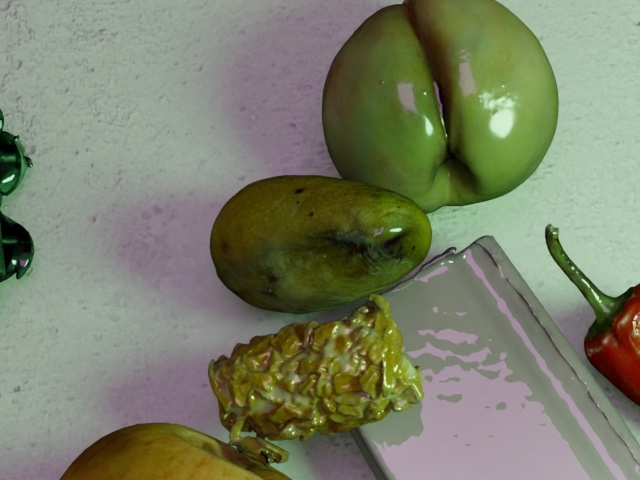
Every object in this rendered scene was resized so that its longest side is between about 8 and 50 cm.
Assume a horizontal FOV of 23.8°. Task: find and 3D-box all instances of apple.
[{"bbox_3d":[-0.162,0.344,1.632,0.299,0.299,0.275,21,83,11],"label":"apple"}]

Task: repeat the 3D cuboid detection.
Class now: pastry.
[{"bbox_3d":[-0.014,0.164,1.679,0.250,0.102,0.154,-22,71,19],"label":"pastry"}]

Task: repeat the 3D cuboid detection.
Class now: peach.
[{"bbox_3d":[0.141,-0.170,1.845,0.292,0.247,0.292,-16,45,17],"label":"peach"}]

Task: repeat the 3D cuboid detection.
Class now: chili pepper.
[{"bbox_3d":[0.382,0.120,1.769,0.338,0.131,0.134,33,99,11],"label":"chili pepper"}]

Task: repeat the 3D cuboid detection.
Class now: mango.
[{"bbox_3d":[0.003,-0.004,1.753,0.176,0.329,0.175,-41,109,-45],"label":"mango"}]

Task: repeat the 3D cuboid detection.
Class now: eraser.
[{"bbox_3d":[0.182,0.209,1.753,0.272,0.122,0.359,-32,69,-7],"label":"eraser"}]

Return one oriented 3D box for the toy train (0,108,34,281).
[{"bbox_3d":[-0.484,-0.055,1.873,0.238,0.167,0.299,-8,67,6],"label":"toy train"}]
